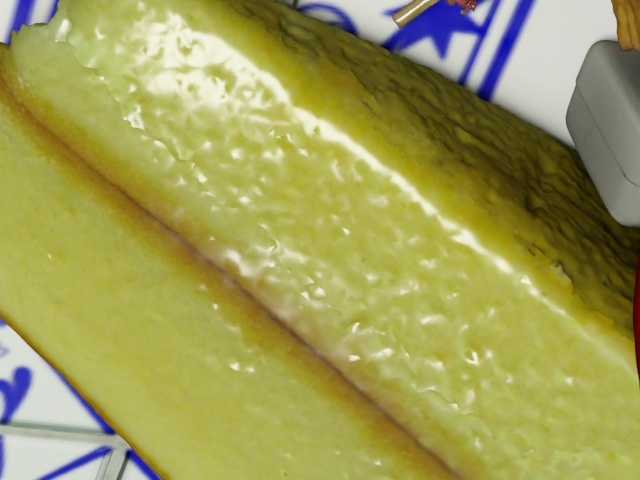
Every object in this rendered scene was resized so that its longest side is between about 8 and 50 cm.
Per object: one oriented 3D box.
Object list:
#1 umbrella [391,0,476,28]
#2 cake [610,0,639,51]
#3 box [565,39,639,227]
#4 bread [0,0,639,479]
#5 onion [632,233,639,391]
[{"bbox_3d":[0.101,-0.144,0.888,0.165,0.025,0.027,-36,106,16],"label":"umbrella"},{"bbox_3d":[0.176,-0.218,0.710,0.199,0.196,0.293,-19,99,2],"label":"cake"},{"bbox_3d":[0.244,-0.041,0.957,0.244,0.103,0.055,5,125,-17],"label":"box"},{"bbox_3d":[0.000,0.000,0.972,0.362,0.245,0.233,43,116,-5],"label":"bread"},{"bbox_3d":[0.297,0.048,0.762,0.341,0.341,0.341,-6,131,-7],"label":"onion"}]
